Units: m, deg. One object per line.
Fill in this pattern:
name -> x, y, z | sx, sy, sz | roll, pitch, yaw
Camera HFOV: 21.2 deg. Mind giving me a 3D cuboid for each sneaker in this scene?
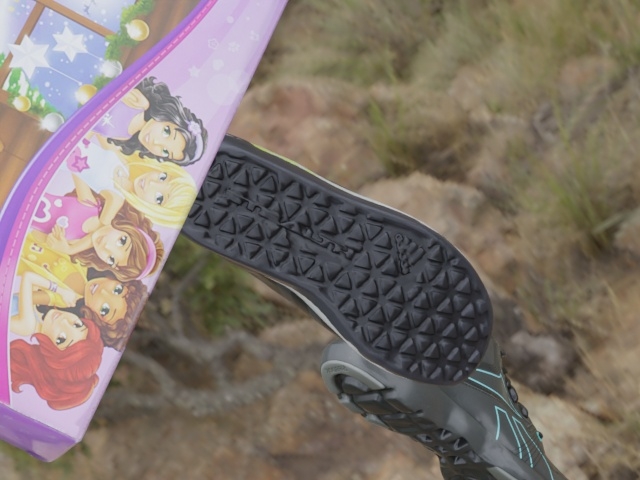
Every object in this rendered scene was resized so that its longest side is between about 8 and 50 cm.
sneaker -> 0.000, 0.000, 1.008 | 0.084, 0.235, 0.097 | -56, 15, 0
sneaker -> 0.121, 0.128, 1.282 | 0.101, 0.267, 0.106 | -10, 44, 51

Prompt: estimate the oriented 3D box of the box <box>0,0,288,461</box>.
box -> -0.106, -0.107, 0.526 | 0.293, 0.201, 0.057 | -67, 11, -20
